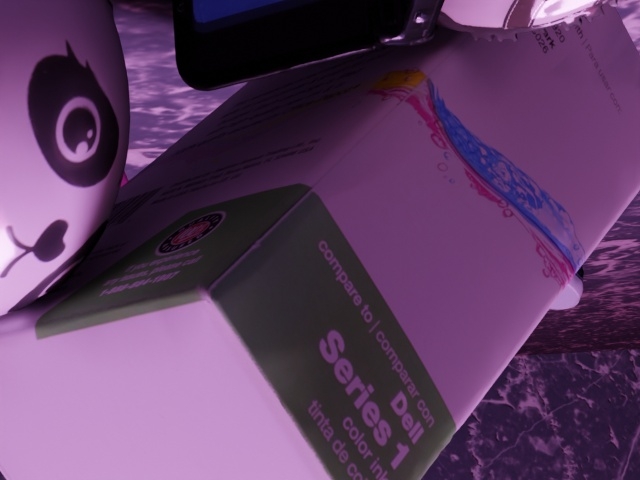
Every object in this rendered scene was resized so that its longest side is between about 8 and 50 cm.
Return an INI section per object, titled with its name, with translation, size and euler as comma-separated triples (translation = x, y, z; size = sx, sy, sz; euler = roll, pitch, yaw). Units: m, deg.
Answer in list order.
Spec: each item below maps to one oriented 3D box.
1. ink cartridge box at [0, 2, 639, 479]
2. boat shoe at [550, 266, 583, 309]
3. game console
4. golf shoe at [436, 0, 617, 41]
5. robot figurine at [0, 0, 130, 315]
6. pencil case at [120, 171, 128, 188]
[ink cartridge box]
translation = 0.000, 0.000, 0.620
size = 0.201, 0.117, 0.278
euler = -15, -157, 47
[boat shoe]
translation = 0.156, -0.021, 1.165
size = 0.065, 0.083, 0.183
euler = -13, 140, 39
[game console]
translation = -0.008, -0.111, 0.365
size = 0.071, 0.122, 0.107
euler = -4, 170, -3
[golf shoe]
translation = 0.103, -0.132, 0.501
size = 0.198, 0.077, 0.094
euler = -13, 150, 30
[robot figurine]
translation = -0.205, -0.041, 0.495
size = 0.278, 0.173, 0.209
euler = -6, 180, -24
[pencil case]
translation = -0.174, 0.012, 0.724
size = 0.104, 0.104, 0.236
euler = -7, -155, 11
